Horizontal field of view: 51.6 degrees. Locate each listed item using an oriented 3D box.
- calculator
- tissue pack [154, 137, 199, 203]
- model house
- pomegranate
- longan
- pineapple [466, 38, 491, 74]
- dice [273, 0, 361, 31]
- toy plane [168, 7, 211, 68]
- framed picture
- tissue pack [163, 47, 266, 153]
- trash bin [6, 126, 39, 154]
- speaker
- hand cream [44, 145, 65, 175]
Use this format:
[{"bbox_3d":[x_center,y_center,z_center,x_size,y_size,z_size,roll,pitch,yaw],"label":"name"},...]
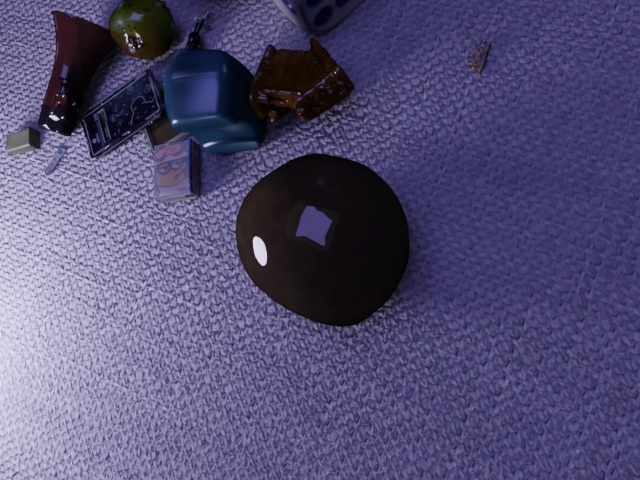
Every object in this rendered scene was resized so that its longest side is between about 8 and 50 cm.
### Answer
[{"bbox_3d":[-0.559,-0.356,1.863,0.274,0.028,0.166,-30,69,17],"label":"calculator"},{"bbox_3d":[-0.378,-0.182,1.750,0.115,0.065,0.155,-6,74,16],"label":"tissue pack"},{"bbox_3d":[-0.030,-0.370,1.593,0.229,0.199,0.220,9,73,19],"label":"model house"},{"bbox_3d":[-0.485,-0.609,1.845,0.179,0.180,0.210,0,48,19],"label":"pomegranate"},{"bbox_3d":[0.000,0.000,1.436,0.404,0.336,0.405,17,120,32],"label":"longan"},{"bbox_3d":[0.374,-0.437,1.570,0.045,0.019,0.083,21,88,20],"label":"pineapple"},{"bbox_3d":[-0.019,-0.707,1.656,0.259,0.243,0.251,-41,67,3],"label":"dice"},{"bbox_3d":[-0.355,-0.556,1.834,0.078,0.053,0.197,24,89,52],"label":"toy plane"},{"bbox_3d":[-0.389,-0.370,1.825,0.252,0.014,0.197,-29,70,11],"label":"framed picture"},{"bbox_3d":[-0.251,-0.346,1.621,0.198,0.287,0.206,-5,81,17],"label":"tissue pack"},{"bbox_3d":[-0.887,-0.293,1.967,0.092,0.043,0.061,-13,74,17],"label":"trash bin"},{"bbox_3d":[-0.678,-0.459,1.857,0.259,0.198,0.330,12,88,42],"label":"speaker"},{"bbox_3d":[-0.776,-0.231,1.930,0.030,0.019,0.093,26,80,25],"label":"hand cream"}]
